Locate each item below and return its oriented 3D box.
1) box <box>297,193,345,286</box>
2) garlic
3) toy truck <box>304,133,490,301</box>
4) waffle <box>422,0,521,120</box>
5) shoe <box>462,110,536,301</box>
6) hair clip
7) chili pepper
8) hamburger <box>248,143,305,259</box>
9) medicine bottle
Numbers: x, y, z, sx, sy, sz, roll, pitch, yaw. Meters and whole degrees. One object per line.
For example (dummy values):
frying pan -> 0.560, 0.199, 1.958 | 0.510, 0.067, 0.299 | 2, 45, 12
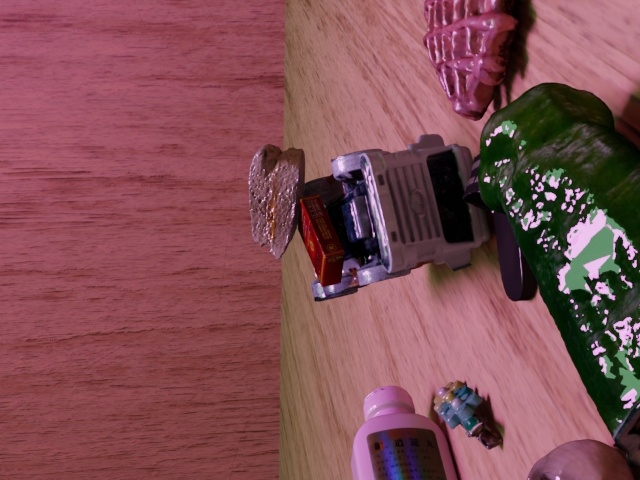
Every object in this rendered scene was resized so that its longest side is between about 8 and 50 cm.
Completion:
box -> 0.000, 0.000, 0.968 | 0.051, 0.023, 0.082 | 95, 158, -52
garlic -> 0.189, 0.177, 0.664 | 0.084, 0.066, 0.152 | 51, 156, 29
toy truck -> 0.077, -0.019, 1.033 | 0.305, 0.162, 0.136 | 152, 106, -75
waffle -> 0.140, -0.234, 0.901 | 0.221, 0.055, 0.234 | 98, 167, -53
shoe -> 0.157, -0.034, 0.853 | 0.071, 0.049, 0.179 | 125, 142, -75
hair clip -> 0.151, 0.177, 1.006 | 0.173, 0.049, 0.049 | -155, 64, -82
chili pepper -> 0.170, -0.009, 0.590 | 0.270, 0.099, 0.136 | -107, 7, -46
hamburger -> -0.044, -0.047, 1.009 | 0.084, 0.054, 0.121 | -74, -13, -69
medicine bottle -> 0.097, 0.272, 1.113 | 0.219, 0.115, 0.078 | -101, 11, -49
